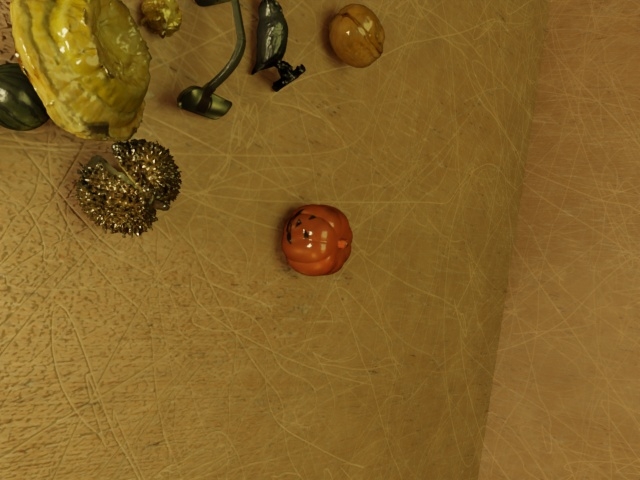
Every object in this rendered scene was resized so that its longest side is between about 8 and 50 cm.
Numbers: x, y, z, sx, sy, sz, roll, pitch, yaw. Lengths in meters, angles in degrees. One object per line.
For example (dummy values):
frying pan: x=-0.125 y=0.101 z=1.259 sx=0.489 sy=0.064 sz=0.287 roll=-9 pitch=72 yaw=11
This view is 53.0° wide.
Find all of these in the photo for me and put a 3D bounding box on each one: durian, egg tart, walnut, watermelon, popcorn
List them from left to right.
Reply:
watermelon: x=-0.477 y=-0.229 z=0.992 sx=0.133 sy=0.105 sz=0.105 roll=42 pitch=64 yaw=-48
egg tart: x=-0.363 y=-0.297 z=1.038 sx=0.290 sy=0.115 sz=0.290 roll=-15 pitch=90 yaw=-71
durian: x=-0.327 y=-0.090 z=1.136 sx=0.167 sy=0.196 sz=0.196 roll=48 pitch=59 yaw=-53
popcorn: x=-0.303 y=-0.428 z=1.227 sx=0.082 sy=0.057 sz=0.083 roll=0 pitch=93 yaw=-60
walnut: x=0.097 y=-0.531 z=1.677 sx=0.180 sy=0.144 sz=0.144 roll=24 pitch=77 yaw=-56

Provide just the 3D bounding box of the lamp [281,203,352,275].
lamp: x=0.000 y=0.000 z=1.619 sx=0.187 sy=0.163 sz=0.188 roll=-14 pitch=107 yaw=-54

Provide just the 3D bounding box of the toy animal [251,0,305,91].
toy animal: x=-0.122 y=-0.449 z=1.467 sx=0.117 sy=0.121 sz=0.210 roll=-21 pitch=100 yaw=-2

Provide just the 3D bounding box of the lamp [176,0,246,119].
lamp: x=-0.199 y=-0.391 z=1.314 sx=0.203 sy=0.124 sz=0.283 roll=27 pitch=66 yaw=-83
